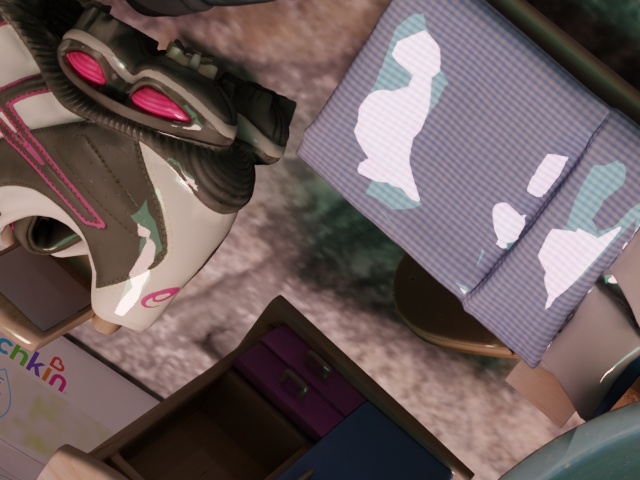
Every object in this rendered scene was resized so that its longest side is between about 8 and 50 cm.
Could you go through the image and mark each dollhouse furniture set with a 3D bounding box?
[{"bbox_3d":[0.000,0.000,0.852,0.286,0.198,0.303,42,123,9],"label":"dollhouse furniture set"}]

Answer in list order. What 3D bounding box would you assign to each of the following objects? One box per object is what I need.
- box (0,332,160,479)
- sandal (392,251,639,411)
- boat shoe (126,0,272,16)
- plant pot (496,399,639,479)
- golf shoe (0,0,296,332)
[{"bbox_3d":[-0.171,0.187,1.100,0.262,0.231,0.127,35,133,-9],"label":"box"},{"bbox_3d":[0.158,0.049,0.968,0.240,0.088,0.079,12,165,22],"label":"sandal"},{"bbox_3d":[-0.060,-0.226,0.777,0.103,0.118,0.320,0,133,15],"label":"boat shoe"},{"bbox_3d":[0.207,0.268,0.904,0.341,0.341,0.334,12,165,13],"label":"plant pot"},{"bbox_3d":[-0.135,-0.063,0.873,0.105,0.120,0.273,18,-170,-46],"label":"golf shoe"}]
